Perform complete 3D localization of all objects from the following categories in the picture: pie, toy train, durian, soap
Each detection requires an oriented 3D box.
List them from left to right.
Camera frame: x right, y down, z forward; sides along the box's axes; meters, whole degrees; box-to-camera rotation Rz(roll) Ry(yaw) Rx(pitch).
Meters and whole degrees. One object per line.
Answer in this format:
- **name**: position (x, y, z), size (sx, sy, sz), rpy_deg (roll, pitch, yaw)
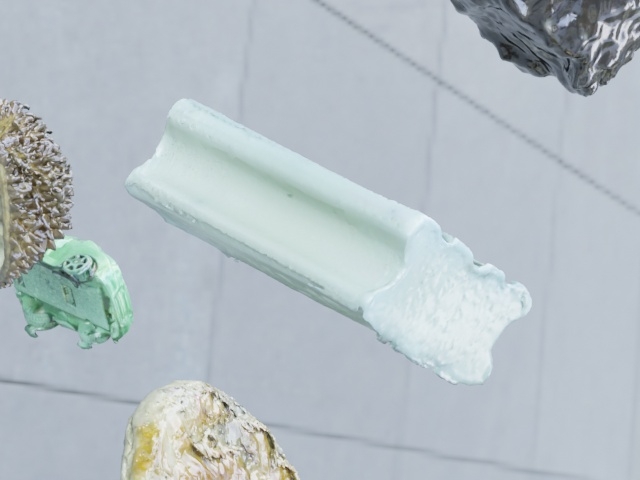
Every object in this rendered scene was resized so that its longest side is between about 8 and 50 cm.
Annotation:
- **durian**: position (-0.243, -0.042, 1.335), size (0.091, 0.188, 0.148), rpy_deg (-22, 81, -33)
- **toy train**: position (-0.221, 0.030, 1.472), size (0.081, 0.149, 0.099), rpy_deg (-47, 139, -39)
- **pie**: position (-0.090, 0.257, 1.540), size (0.274, 0.055, 0.274), rpy_deg (44, 33, -39)
- **soap**: position (0.000, 0.000, 0.878), size (0.114, 0.198, 0.063), rpy_deg (34, 85, -46)

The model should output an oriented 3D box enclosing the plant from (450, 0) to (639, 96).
- **plant**: position (0.231, -0.252, 1.473), size (0.204, 0.178, 0.234), rpy_deg (38, 83, -41)
